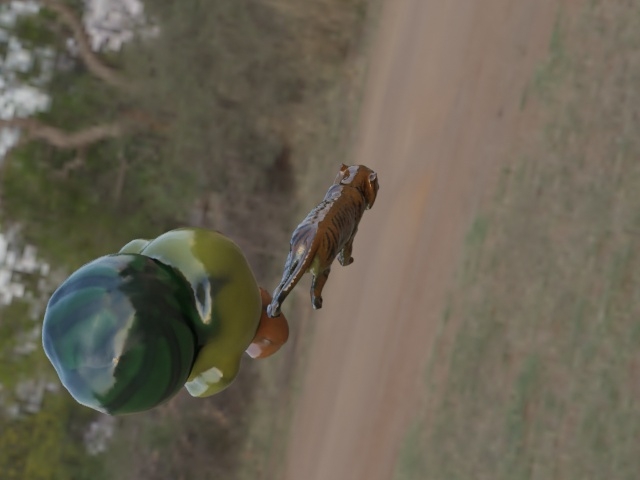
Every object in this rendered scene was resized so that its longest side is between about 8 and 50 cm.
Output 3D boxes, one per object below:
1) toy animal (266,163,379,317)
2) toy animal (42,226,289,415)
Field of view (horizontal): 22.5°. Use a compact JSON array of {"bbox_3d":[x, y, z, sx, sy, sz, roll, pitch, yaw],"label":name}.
[{"bbox_3d":[0.000,0.000,1.588,0.241,0.056,0.099,-50,-21,-59],"label":"toy animal"},{"bbox_3d":[-0.177,0.082,1.913,0.338,0.216,0.191,-20,-22,-52],"label":"toy animal"}]
